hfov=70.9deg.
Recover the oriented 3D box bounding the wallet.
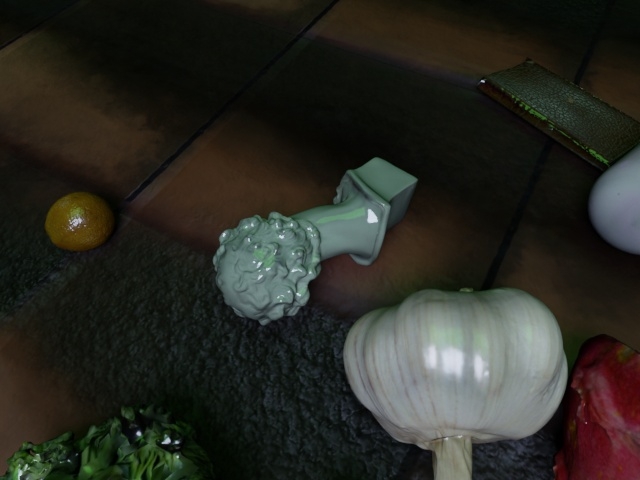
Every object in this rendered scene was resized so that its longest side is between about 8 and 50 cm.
[{"bbox_3d":[0.383,-0.206,0.716,0.133,0.039,0.243,-30,60,-24],"label":"wallet"}]

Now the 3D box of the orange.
[{"bbox_3d":[-0.318,-0.025,0.595,0.085,0.085,0.085,-1,56,1],"label":"orange"}]

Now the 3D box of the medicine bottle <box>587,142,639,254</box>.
[{"bbox_3d":[0.491,-0.100,0.585,0.341,0.130,0.130,-33,61,-18],"label":"medicine bottle"}]

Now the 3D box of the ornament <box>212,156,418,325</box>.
[{"bbox_3d":[0.006,-0.008,0.541,0.285,0.130,0.120,-33,56,-19],"label":"ornament"}]

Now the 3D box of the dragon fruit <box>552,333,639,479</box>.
[{"bbox_3d":[0.286,0.181,0.384,0.262,0.163,0.189,30,38,-26],"label":"dragon fruit"}]

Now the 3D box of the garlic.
[{"bbox_3d":[0.123,0.157,0.385,0.199,0.199,0.225,2,54,3],"label":"garlic"}]

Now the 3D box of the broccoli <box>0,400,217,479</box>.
[{"bbox_3d":[-0.174,0.233,0.361,0.226,0.176,0.198,38,72,6],"label":"broccoli"}]
